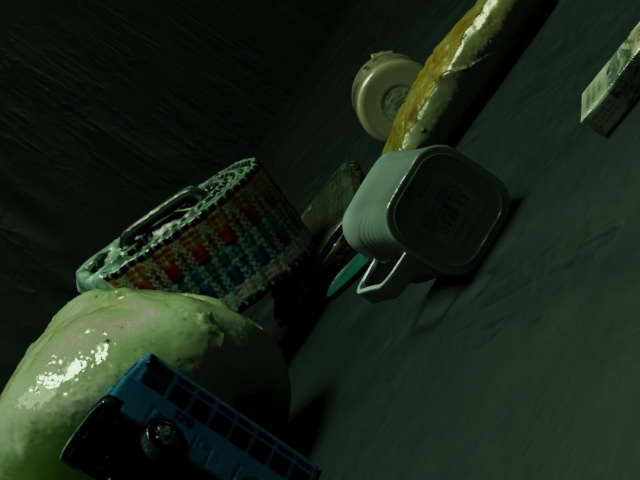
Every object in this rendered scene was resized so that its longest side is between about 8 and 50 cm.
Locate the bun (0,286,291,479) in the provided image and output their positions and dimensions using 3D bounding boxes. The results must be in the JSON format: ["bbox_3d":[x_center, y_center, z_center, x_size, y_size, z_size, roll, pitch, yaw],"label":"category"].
[{"bbox_3d":[-0.177,0.139,1.596,0.293,0.293,0.187,-52,48,33],"label":"bun"}]

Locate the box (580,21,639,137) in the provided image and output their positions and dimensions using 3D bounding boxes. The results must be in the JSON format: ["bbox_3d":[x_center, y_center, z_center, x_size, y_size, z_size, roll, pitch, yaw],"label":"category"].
[{"bbox_3d":[0.216,-0.118,1.233,0.083,0.024,0.054,-53,7,27],"label":"box"}]

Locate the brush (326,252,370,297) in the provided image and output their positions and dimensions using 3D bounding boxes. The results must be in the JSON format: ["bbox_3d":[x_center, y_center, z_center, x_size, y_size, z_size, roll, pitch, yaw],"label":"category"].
[{"bbox_3d":[0.041,0.008,1.790,0.193,0.032,0.043,-43,15,55],"label":"brush"}]

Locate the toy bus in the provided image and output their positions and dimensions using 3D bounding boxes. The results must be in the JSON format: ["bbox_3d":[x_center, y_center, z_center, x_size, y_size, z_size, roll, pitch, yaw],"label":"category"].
[{"bbox_3d":[-0.103,0.178,1.398,0.090,0.184,0.106,-50,7,37],"label":"toy bus"}]

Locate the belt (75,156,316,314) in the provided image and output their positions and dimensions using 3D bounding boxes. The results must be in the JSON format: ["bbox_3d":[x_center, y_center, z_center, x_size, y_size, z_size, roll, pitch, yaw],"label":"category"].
[{"bbox_3d":[-0.141,0.025,1.917,0.257,0.150,0.207,-33,10,12],"label":"belt"}]

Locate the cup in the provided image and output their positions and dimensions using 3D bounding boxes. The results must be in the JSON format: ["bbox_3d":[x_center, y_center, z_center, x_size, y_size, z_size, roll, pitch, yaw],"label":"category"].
[{"bbox_3d":[0.075,-0.008,1.399,0.128,0.095,0.129,-58,9,-8],"label":"cup"}]

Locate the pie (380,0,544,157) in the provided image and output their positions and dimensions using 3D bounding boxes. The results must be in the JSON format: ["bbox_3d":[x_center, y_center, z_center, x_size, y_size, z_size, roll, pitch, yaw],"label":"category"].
[{"bbox_3d":[0.133,-0.158,1.785,0.282,0.068,0.128,-58,6,17],"label":"pie"}]

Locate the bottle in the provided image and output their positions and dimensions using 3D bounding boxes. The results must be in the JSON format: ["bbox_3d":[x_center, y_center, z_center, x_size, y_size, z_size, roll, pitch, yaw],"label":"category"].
[{"bbox_3d":[0.085,-0.158,2.001,0.209,0.097,0.110,-98,-1,-81],"label":"bottle"}]

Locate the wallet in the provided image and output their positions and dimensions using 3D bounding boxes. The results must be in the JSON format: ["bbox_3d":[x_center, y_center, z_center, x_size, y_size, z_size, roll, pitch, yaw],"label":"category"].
[{"bbox_3d":[-0.001,-0.001,2.033,0.169,0.044,0.317,-52,10,9],"label":"wallet"}]
